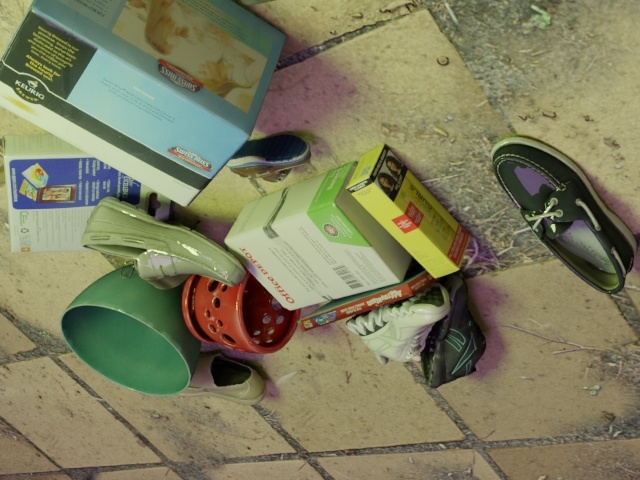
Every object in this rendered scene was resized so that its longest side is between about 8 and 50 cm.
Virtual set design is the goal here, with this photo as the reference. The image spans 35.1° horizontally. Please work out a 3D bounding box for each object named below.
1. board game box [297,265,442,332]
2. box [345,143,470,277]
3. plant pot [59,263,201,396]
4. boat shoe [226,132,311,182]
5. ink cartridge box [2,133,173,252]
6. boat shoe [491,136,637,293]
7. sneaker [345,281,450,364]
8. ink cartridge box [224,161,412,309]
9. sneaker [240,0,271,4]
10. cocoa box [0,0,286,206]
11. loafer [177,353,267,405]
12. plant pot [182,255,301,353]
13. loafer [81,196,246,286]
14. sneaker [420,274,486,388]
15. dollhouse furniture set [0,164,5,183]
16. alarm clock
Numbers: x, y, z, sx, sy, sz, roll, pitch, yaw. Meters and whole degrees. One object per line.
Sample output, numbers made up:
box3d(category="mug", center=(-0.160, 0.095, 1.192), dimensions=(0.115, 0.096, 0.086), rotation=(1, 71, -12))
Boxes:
box3d(category="board game box", center=(0.098, 0.098, 1.814), dimensions=(0.281, 0.145, 0.027), rotation=(-23, 94, 44))
box3d(category="box", center=(0.147, -0.046, 1.664), dimensions=(0.058, 0.087, 0.232), rotation=(-23, 121, 43))
box3d(category="plant pot", center=(-0.360, 0.157, 2.089), dimensions=(0.290, 0.195, 0.290), rotation=(16, 141, 13))
box3d(category="boat shoe", center=(-0.081, -0.136, 1.711), dimensions=(0.183, 0.066, 0.066), rotation=(3, 142, 41))
box3d(category="ink cartridge box", center=(-0.436, -0.086, 1.918), dimensions=(0.307, 0.072, 0.303), rotation=(-3, 144, -17))
box3d(category="boat shoe", center=(0.372, -0.036, 1.544), dimensions=(0.302, 0.091, 0.114), rotation=(37, 140, -14))
box3d(category="sneaker", center=(0.158, 0.154, 1.821), dimensions=(0.118, 0.110, 0.292), rotation=(60, 154, 0))
box3d(category="ink cartridge box", center=(0.000, 0.000, 1.774), dimensions=(0.273, 0.114, 0.198), rotation=(-17, 125, 41))
box3d(category="sneaker", center=(-0.047, -0.398, 1.365), dimensions=(0.227, 0.087, 0.130), rotation=(1, 142, 36))
box3d(category="cocoa box", center=(-0.268, -0.260, 1.498), dimensions=(0.347, 0.231, 0.228), rotation=(29, 141, -18))
box3d(category="loafer", center=(-0.252, 0.298, 2.279), dimensions=(0.269, 0.102, 0.092), rotation=(7, 138, 8))
box3d(category="plant pot", center=(-0.158, 0.116, 1.942), dimensions=(0.174, 0.191, 0.191), rotation=(3, 137, 36))
box3d(category="loafer", center=(-0.286, 0.025, 1.834), dimensions=(0.319, 0.111, 0.112), rotation=(20, 162, 20))
box3d(category="sneaker", center=(0.250, 0.161, 1.862), dimensions=(0.106, 0.101, 0.267), rotation=(-5, 134, -9))
box3d(category="dollhouse furniture set", center=(-0.594, -0.122, 1.936), dimensions=(0.091, 0.114, 0.081), rotation=(36, 134, 31))
box3d(category="alarm clock", center=(-0.315, 0.032, 1.954), dimensions=(0.192, 0.129, 0.064), rotation=(-22, 144, 25))
